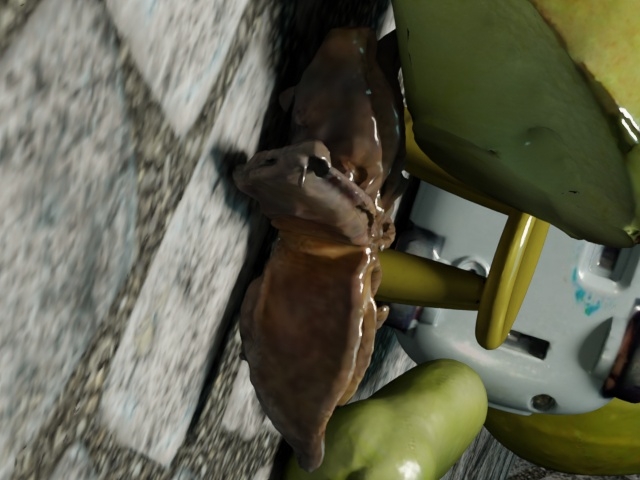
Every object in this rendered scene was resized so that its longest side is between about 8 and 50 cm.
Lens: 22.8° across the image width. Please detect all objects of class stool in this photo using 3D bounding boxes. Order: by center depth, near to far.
[{"bbox_3d":[0.064,-0.009,0.864,0.135,0.110,0.134,-57,160,-44],"label":"stool"}]

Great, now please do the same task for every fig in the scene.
[{"bbox_3d":[0.307,0.104,1.609,0.316,0.316,0.316,20,90,-78],"label":"fig"}]

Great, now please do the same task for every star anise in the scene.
[{"bbox_3d":[0.005,-0.013,0.730,0.172,0.063,0.208,-67,163,-46],"label":"star anise"}]

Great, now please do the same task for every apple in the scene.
[{"bbox_3d":[0.114,-0.106,0.700,0.188,0.174,0.207,76,0,-55],"label":"apple"}]

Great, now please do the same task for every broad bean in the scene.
[{"bbox_3d":[0.041,0.138,0.995,0.124,0.082,0.174,-46,165,27],"label":"broad bean"}]

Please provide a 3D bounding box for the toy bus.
[{"bbox_3d":[0.165,-0.027,1.112,0.232,0.194,0.287,-49,156,-78],"label":"toy bus"}]
